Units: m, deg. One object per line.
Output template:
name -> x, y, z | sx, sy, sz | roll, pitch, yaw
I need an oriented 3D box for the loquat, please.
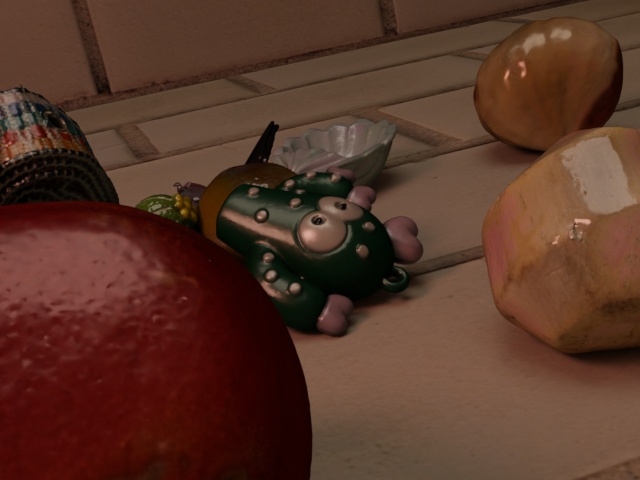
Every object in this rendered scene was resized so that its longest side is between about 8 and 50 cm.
loquat -> -0.095, -0.037, 1.250 | 0.195, 0.152, 0.152 | 14, 30, 37

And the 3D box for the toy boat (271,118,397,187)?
toy boat -> 0.019, -0.126, 1.504 | 0.199, 0.100, 0.290 | 0, 21, 29

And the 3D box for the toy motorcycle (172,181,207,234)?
toy motorcycle -> -0.209, -0.031, 1.382 | 0.118, 0.084, 0.212 | 17, 37, 37

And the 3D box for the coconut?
coconut -> 0.263, -0.005, 0.883 | 0.197, 0.237, 0.237 | 16, 4, -33

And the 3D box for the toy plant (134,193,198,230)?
toy plant -> -0.236, -0.002, 1.227 | 0.162, 0.093, 0.093 | -35, 14, 16

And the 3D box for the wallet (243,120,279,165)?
wallet -> -0.121, -0.130, 1.587 | 0.025, 0.124, 0.244 | 31, 19, -10

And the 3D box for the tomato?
tomato -> -0.173, 0.122, 0.596 | 0.325, 0.289, 0.293 | -2, -13, -11

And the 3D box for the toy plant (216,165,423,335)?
toy plant -> -0.001, 0.004, 1.088 | 0.232, 0.112, 0.243 | -28, 54, -27

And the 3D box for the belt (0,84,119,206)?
belt -> -0.395, -0.066, 1.258 | 0.207, 0.295, 0.160 | -21, 58, -18

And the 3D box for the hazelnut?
hazelnut -> 0.385, -0.251, 1.537 | 0.261, 0.241, 0.261 | -12, -10, -2
